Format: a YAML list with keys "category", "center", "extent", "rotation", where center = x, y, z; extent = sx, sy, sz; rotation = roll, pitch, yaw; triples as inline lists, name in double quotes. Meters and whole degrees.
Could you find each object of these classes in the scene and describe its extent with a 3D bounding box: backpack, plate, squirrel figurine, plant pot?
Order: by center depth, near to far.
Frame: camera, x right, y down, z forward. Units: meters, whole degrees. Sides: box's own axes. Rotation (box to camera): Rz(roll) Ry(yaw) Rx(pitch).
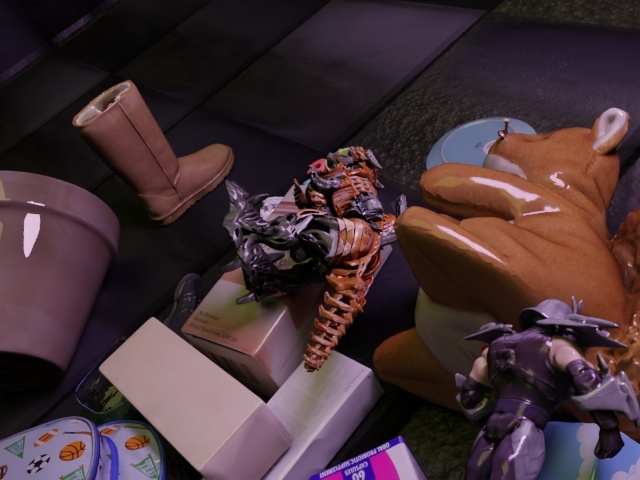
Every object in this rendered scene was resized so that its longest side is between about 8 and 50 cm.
- category: "squirrel figurine"
  center: [0.301, 0.019, 0.802]
  extent: [0.397, 0.281, 0.370]
  rotation: [21, 48, 26]
- category: "backpack"
  center: [-0.287, 0.333, 0.808]
  extent: [0.263, 0.213, 0.276]
  rotation: [-18, 37, -5]
- category: "backpack"
  center: [-0.290, 0.219, 1.010]
  extent: [0.105, 0.084, 0.114]
  rotation: [20, 55, 38]
- category: "plate"
  center: [0.265, -0.153, 1.139]
  extent: [0.188, 0.024, 0.188]
  rotation: [-16, 40, 14]
- category: "plant pot"
  center: [-0.507, 0.089, 1.139]
  extent: [0.323, 0.323, 0.280]
  rotation: [-15, 58, 15]

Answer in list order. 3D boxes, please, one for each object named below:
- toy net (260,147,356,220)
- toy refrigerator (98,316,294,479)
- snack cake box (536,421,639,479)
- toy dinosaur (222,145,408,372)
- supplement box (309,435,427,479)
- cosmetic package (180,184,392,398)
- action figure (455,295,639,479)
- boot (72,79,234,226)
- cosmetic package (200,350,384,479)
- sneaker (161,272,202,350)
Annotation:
- category: "toy net"
  center: [-0.032, -0.102, 1.236]
  extent: [0.232, 0.045, 0.122]
  rotation: [-30, 40, -2]
- category: "toy refrigerator"
  center: [-0.162, 0.205, 0.858]
  extent: [0.102, 0.094, 0.269]
  rotation: [-46, 39, -20]
- category: "snack cake box"
  center: [0.216, 0.298, 0.546]
  extent: [0.089, 0.152, 0.264]
  rotation: [-27, 34, 62]
- category: "toy dinosaur"
  center: [0.000, 0.000, 0.843]
  extent: [0.218, 0.164, 0.322]
  rotation: [-1, 29, 8]
- category: "supplement box"
  center: [0.080, 0.326, 0.668]
  extent: [0.111, 0.114, 0.220]
  rotation: [-26, 41, 3]
- category: "cosmetic package"
  center: [-0.041, 0.068, 0.995]
  extent: [0.153, 0.129, 0.296]
  rotation: [9, 52, 37]
- category: "action figure"
  center: [0.155, 0.162, 0.552]
  extent: [0.285, 0.099, 0.185]
  rotation: [-59, 5, -24]
- category: "boot"
  center: [-0.301, -0.188, 1.303]
  extent: [0.089, 0.269, 0.236]
  rotation: [16, 57, 40]
- category: "cosmetic package"
  center: [-0.033, 0.247, 0.853]
  extent: [0.099, 0.060, 0.239]
  rotation: [20, 59, 46]
- category: "sneaker"
  center: [-0.203, 0.128, 1.088]
  extent: [0.089, 0.051, 0.170]
  rotation: [0, 52, 29]
